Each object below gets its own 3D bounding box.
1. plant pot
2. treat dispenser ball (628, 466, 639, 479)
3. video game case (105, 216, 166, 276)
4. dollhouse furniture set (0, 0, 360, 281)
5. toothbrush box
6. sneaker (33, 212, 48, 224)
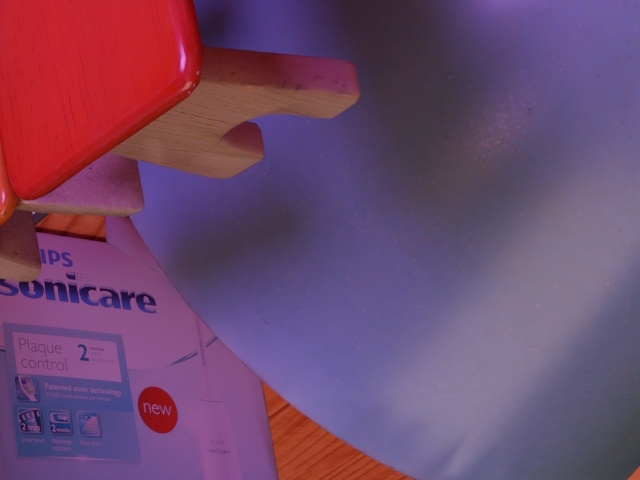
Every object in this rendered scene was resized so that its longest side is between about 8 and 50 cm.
[{"bbox_3d":[0.093,-0.082,0.746,0.293,0.293,0.235,9,134,-40],"label":"plant pot"},{"bbox_3d":[0.256,0.040,1.089,0.288,0.288,0.288,-9,158,-4],"label":"treat dispenser ball"},{"bbox_3d":[0.000,0.000,1.085,0.206,0.026,0.227,-3,-172,-18],"label":"video game case"},{"bbox_3d":[-0.080,-0.142,0.523,0.135,0.259,0.262,7,152,-43],"label":"dollhouse furniture set"},{"bbox_3d":[-0.142,0.156,1.187,0.216,0.296,0.126,11,149,-41],"label":"toothbrush box"},{"bbox_3d":[-0.196,-0.092,0.791,0.124,0.178,0.295,-39,-161,-6],"label":"sneaker"}]
